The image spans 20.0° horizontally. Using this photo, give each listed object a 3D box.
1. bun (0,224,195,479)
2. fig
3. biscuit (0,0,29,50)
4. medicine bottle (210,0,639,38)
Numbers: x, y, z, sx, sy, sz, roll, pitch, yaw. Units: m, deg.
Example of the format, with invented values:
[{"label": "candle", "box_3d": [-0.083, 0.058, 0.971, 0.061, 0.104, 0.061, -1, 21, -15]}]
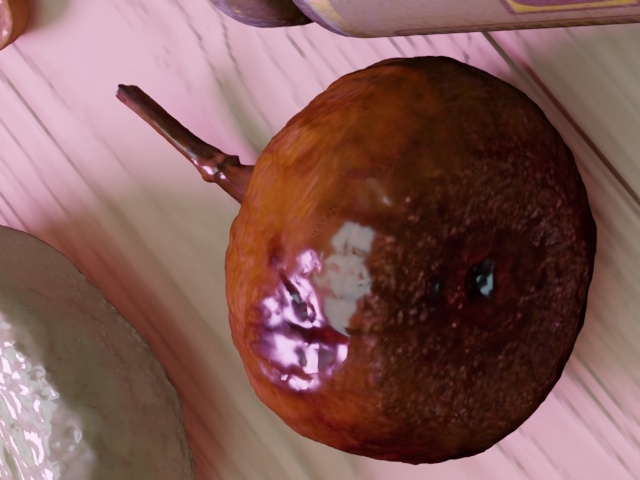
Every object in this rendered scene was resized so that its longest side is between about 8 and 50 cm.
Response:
[{"label": "bun", "box_3d": [-0.147, 0.082, 0.765, 0.195, 0.118, 0.195, 5, 104, 20]}, {"label": "fig", "box_3d": [0.000, 0.000, 0.690, 0.201, 0.133, 0.146, 15, 77, 45]}, {"label": "biscuit", "box_3d": [-0.178, -0.190, 0.744, 0.144, 0.040, 0.236, -33, 102, 19]}, {"label": "medicine bottle", "box_3d": [0.114, -0.145, 0.574, 0.322, 0.151, 0.151, 0, 99, 27]}]
